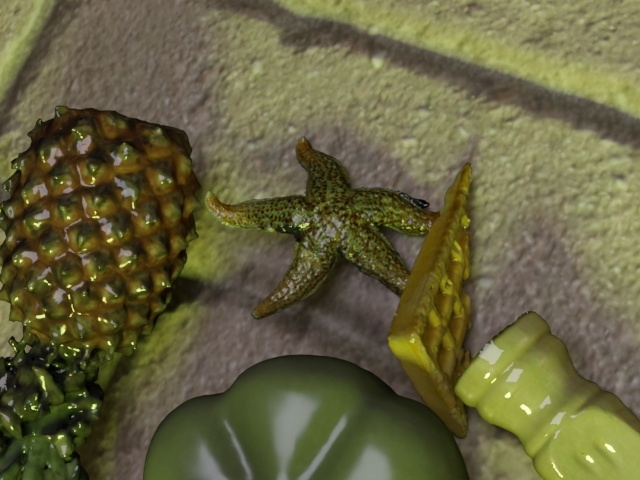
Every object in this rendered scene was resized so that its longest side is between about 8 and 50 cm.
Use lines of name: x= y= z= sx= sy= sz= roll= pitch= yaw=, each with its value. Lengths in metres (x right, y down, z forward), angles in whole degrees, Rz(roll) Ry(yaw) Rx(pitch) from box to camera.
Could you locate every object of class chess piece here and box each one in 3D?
chess piece: x=0.197 y=0.150 z=1.141 sx=0.090 sy=0.090 sz=0.200 roll=-45 pitch=74 yaw=0

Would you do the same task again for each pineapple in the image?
pineapple: x=-0.200 y=0.073 z=1.271 sx=0.175 sy=0.175 sz=0.361 roll=4 pitch=79 yaw=21

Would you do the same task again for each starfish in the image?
starfish: x=0.000 y=0.000 z=1.267 sx=0.208 sy=0.053 sz=0.176 roll=25 pitch=68 yaw=20

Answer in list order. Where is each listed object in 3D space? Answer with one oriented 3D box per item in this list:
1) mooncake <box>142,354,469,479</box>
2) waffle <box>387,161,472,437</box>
mooncake: x=-0.015 y=0.216 z=1.160 sx=0.275 sy=0.135 sz=0.274 roll=-5 pitch=73 yaw=18
waffle: x=0.112 y=0.046 z=1.235 sx=0.032 sy=0.125 sz=0.191 roll=-8 pitch=40 yaw=34
